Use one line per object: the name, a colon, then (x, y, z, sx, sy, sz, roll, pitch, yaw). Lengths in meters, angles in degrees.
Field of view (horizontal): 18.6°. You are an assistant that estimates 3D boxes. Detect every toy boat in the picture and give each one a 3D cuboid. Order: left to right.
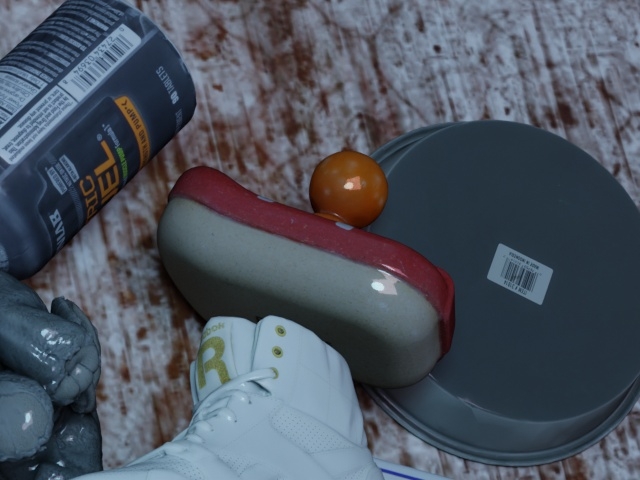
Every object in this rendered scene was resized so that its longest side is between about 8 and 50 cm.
toy boat: (0.000, 0.000, 1.426, 0.231, 0.151, 0.151, 19, 64, 14)

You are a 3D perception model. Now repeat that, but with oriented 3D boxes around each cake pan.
cake pan: (0.147, 0.031, 1.544, 0.293, 0.054, 0.293, 7, 67, -17)

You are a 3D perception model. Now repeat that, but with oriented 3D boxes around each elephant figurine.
elephant figurine: (-0.206, 0.119, 1.320, 0.169, 0.239, 0.186, 9, 73, 18)

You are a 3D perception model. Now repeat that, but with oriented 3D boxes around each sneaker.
sneaker: (-0.072, 0.126, 1.194, 0.292, 0.108, 0.169, 13, 54, -50)

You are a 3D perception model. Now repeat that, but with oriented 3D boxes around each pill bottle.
pill bottle: (-0.211, -0.059, 1.407, 0.130, 0.130, 0.245, 42, 62, 0)

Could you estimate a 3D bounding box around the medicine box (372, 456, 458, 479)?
medicine box: (0.027, 0.306, 1.334, 0.264, 0.149, 0.289, 17, 65, -13)
